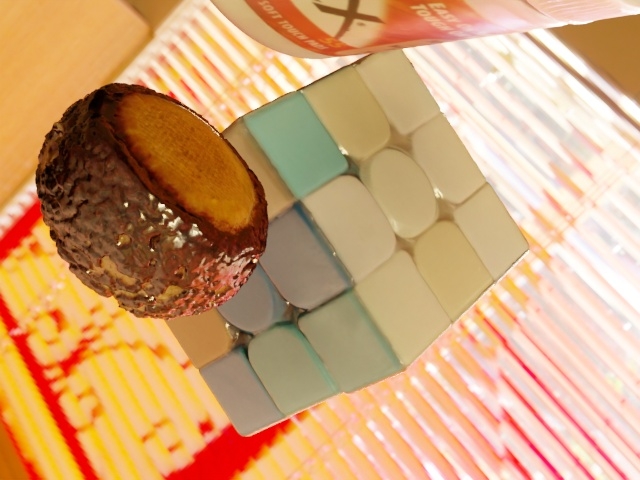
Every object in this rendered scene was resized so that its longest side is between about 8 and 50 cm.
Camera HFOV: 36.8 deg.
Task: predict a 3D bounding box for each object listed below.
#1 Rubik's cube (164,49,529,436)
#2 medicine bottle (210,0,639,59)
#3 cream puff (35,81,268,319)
[{"bbox_3d":[0.000,0.000,1.276,0.347,0.344,0.346,-32,-90,-44],"label":"Rubik's cube"},{"bbox_3d":[0.063,-0.240,0.549,0.241,0.252,0.252,0,155,40],"label":"medicine bottle"},{"bbox_3d":[-0.165,-0.032,0.928,0.239,0.165,0.239,38,-155,-22],"label":"cream puff"}]
